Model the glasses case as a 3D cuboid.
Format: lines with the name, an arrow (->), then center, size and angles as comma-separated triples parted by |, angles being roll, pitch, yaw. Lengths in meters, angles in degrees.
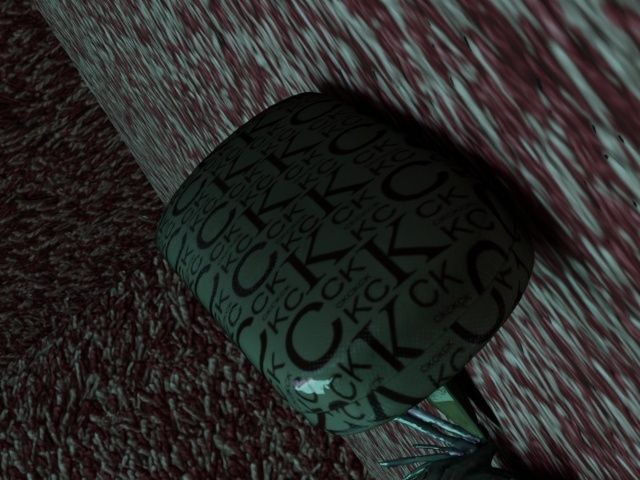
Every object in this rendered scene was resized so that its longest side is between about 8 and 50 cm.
glasses case -> 0.000, 0.000, 0.908 | 0.085, 0.137, 0.354 | 47, 177, -22

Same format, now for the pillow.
pillow -> 0.060, 0.078, 1.380 | 0.130, 0.033, 0.217 | 56, 173, -26

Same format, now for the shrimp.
shrimp -> 0.112, 0.230, 1.336 | 0.410, 0.166, 0.221 | 148, 112, -71
